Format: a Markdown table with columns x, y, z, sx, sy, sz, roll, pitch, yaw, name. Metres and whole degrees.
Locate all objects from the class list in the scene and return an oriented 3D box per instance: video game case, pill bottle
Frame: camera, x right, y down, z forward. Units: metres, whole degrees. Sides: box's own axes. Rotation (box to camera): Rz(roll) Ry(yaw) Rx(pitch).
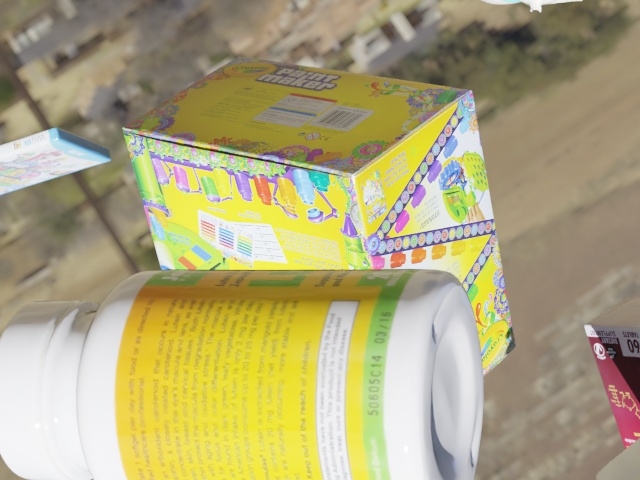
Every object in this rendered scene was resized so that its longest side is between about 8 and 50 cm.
| x | y | z | sx | sy | sz | roll | pitch | yaw | name |
| --- | --- | --- | --- | --- | --- | --- | --- | --- | --- |
| -0.305 | -0.071 | 1.735 | 0.166 | 0.015 | 0.119 | -16 | 167 | 16 | video game case |
| -0.046 | 0.083 | 0.948 | 0.245 | 0.136 | 0.136 | 0 | -178 | 19 | pill bottle |

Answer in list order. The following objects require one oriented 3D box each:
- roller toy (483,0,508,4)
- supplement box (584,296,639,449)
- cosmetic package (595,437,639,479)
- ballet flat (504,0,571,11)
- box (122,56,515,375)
| x | y | z | sx | sy | sz | roll | pitch | yaw | name |
| --- | --- | --- | --- | --- | --- | --- | --- | --- | --- |
| 0.194 | -0.311 | 1.554 | 0.191 | 0.146 | 0.209 | -39 | -160 | -33 | roller toy |
| 0.357 | 0.178 | 1.721 | 0.073 | 0.239 | 0.130 | -28 | -166 | -31 | supplement box |
| 0.489 | 0.283 | 1.414 | 0.327 | 0.394 | 0.329 | -40 | -169 | 8 | cosmetic package |
| 0.247 | -0.262 | 1.086 | 0.409 | 0.147 | 0.147 | -32 | 171 | -33 | ballet flat |
| 0.000 | 0.000 | 1.661 | 0.290 | 0.279 | 0.177 | 14 | -143 | 39 | box |
